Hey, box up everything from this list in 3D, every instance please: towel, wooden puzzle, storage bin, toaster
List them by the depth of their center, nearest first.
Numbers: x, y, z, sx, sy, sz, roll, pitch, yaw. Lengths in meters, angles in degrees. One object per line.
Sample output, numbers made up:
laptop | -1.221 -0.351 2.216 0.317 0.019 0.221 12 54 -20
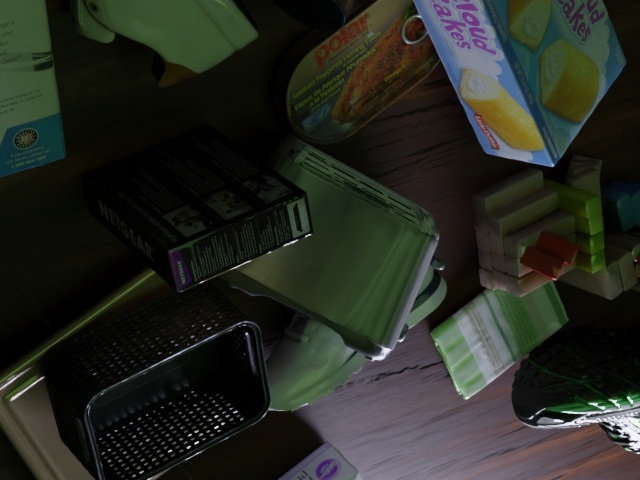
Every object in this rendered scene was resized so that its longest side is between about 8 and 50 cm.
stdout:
storage bin | -0.146 0.130 1.526 0.180 0.084 0.122 -26 130 -24
toaster | 0.000 0.000 1.563 0.227 0.129 0.146 28 92 -7
wooden puzzle | -0.188 0.143 1.592 0.221 0.044 0.238 -36 134 -14
towel | 0.194 0.091 1.842 0.152 0.023 0.113 -35 127 -11

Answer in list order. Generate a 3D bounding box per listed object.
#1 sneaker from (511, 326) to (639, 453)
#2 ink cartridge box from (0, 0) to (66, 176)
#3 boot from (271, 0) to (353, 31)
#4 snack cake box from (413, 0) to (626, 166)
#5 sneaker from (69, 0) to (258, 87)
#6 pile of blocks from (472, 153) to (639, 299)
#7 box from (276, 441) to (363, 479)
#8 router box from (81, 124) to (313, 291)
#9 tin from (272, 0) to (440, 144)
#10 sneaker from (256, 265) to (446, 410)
sneaker | 0.355 0.187 1.928 0.344 0.134 0.146 0 115 -36
ink cartridge box | -0.289 -0.143 1.336 0.140 0.082 0.190 -19 122 -26
boot | -0.043 -0.285 1.438 0.219 0.082 0.106 43 58 -26
snack cake box | 0.183 -0.217 1.592 0.152 0.089 0.264 -52 134 -23
sneaker | -0.176 -0.232 1.353 0.123 0.106 0.290 -35 122 9
pile of blocks | 0.324 -0.005 1.803 0.362 0.113 0.148 3 103 -39
box | -0.092 0.337 1.745 0.324 0.063 0.067 -37 131 -13
router box | -0.109 -0.032 1.457 0.133 0.179 0.046 -23 123 -22
tin | 0.037 -0.170 1.579 0.190 0.040 0.106 -38 134 -13
sneaker | 0.014 0.074 1.673 0.235 0.090 0.094 -41 122 -18
